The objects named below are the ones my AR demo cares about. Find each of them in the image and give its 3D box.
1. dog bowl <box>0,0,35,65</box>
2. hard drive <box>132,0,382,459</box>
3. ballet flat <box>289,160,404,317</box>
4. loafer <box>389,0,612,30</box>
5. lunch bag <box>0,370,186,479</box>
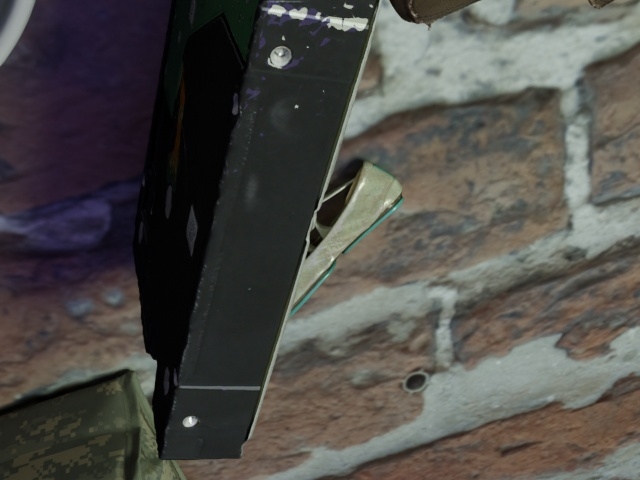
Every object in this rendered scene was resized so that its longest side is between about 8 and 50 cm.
[{"bbox_3d":[-0.284,-0.191,0.441,0.264,0.104,0.265,-9,128,-12],"label":"dog bowl"},{"bbox_3d":[-0.058,-0.065,0.522,0.064,0.237,0.339,3,123,-20],"label":"hard drive"},{"bbox_3d":[0.000,0.000,0.714,0.052,0.057,0.168,42,104,-7],"label":"ballet flat"},{"bbox_3d":[0.195,-0.233,0.558,0.365,0.134,0.130,-10,132,2],"label":"loafer"},{"bbox_3d":[-0.230,0.295,0.777,0.235,0.169,0.287,-18,124,-4],"label":"lunch bag"}]
